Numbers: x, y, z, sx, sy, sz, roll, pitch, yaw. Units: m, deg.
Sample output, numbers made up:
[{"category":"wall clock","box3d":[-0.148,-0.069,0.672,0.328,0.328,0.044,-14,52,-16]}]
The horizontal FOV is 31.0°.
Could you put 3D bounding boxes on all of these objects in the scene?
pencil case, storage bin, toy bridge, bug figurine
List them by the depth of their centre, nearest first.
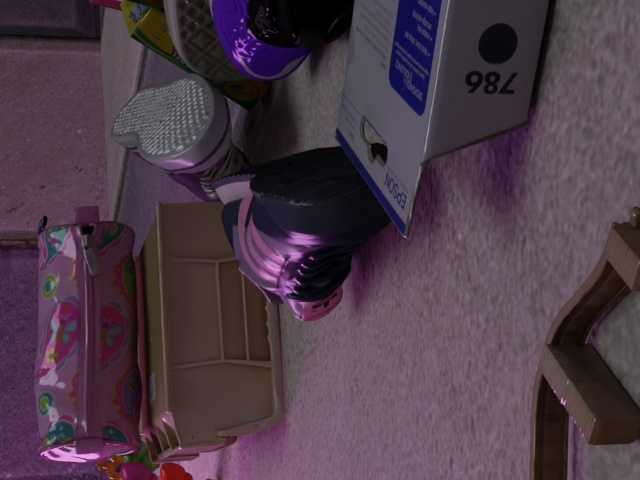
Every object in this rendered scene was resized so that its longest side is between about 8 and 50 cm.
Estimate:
[{"category":"toy bridge","box3d":[0.122,0.068,0.530,0.063,0.026,0.188,-113,27,-57]},{"category":"storage bin","box3d":[-0.133,0.108,1.293,0.262,0.123,0.260,136,131,-69]},{"category":"pencil case","box3d":[-0.267,0.110,1.325,0.124,0.124,0.284,128,141,-66]},{"category":"bug figurine","box3d":[-0.185,0.322,1.421,0.216,0.072,0.279,48,178,-23]}]

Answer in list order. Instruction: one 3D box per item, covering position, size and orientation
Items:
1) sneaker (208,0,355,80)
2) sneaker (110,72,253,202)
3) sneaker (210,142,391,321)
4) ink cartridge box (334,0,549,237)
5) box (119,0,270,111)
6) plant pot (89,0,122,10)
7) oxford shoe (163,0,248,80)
[{"category":"sneaker","box3d":[-0.023,-0.198,0.914,0.293,0.102,0.146,113,151,-56]},{"category":"sneaker","box3d":[-0.113,-0.093,1.219,0.102,0.161,0.282,-54,22,-3]},{"category":"sneaker","box3d":[0.000,0.000,0.878,0.319,0.112,0.131,-164,57,-77]},{"category":"ink cartridge box","box3d":[0.074,-0.183,0.633,0.165,0.065,0.332,-118,33,-60]},{"category":"box","box3d":[-0.142,-0.213,1.216,0.043,0.179,0.105,-49,30,14]},{"category":"plant pot","box3d":[-0.169,-0.329,1.301,0.201,0.180,0.201,179,90,-76]},{"category":"oxford shoe","box3d":[-0.082,-0.353,1.027,0.449,0.169,0.130,97,165,-44]}]
